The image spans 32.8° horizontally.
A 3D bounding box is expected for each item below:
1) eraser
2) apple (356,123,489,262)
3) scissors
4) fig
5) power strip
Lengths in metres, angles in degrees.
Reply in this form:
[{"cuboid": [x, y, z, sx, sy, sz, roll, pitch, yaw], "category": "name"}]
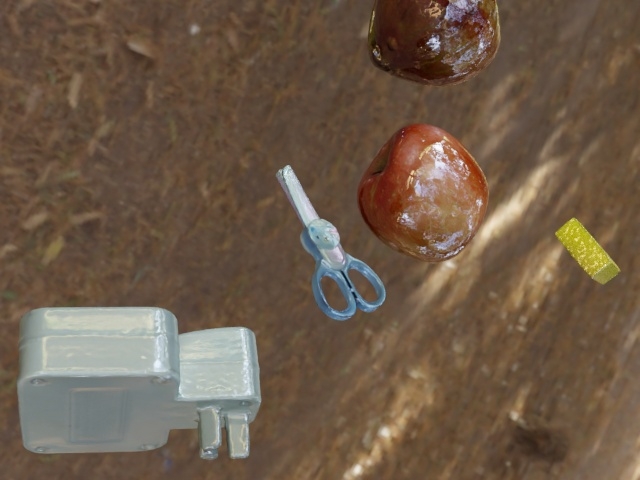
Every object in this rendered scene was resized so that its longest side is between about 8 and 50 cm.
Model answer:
[{"cuboid": [0.441, 0.020, 1.791, 0.045, 0.097, 0.122, -42, 159, 11], "category": "eraser"}, {"cuboid": [0.144, -0.067, 1.521, 0.181, 0.168, 0.181, -60, -169, 19], "category": "apple"}, {"cuboid": [0.000, 0.000, 1.614, 0.125, 0.256, 0.030, -14, 157, -43], "category": "scissors"}, {"cuboid": [0.153, -0.302, 1.522, 0.205, 0.205, 0.205, -45, 148, -38], "category": "fig"}, {"cuboid": [-0.198, 0.178, 1.200, 0.229, 0.261, 0.141, 111, -24, -56], "category": "power strip"}]
